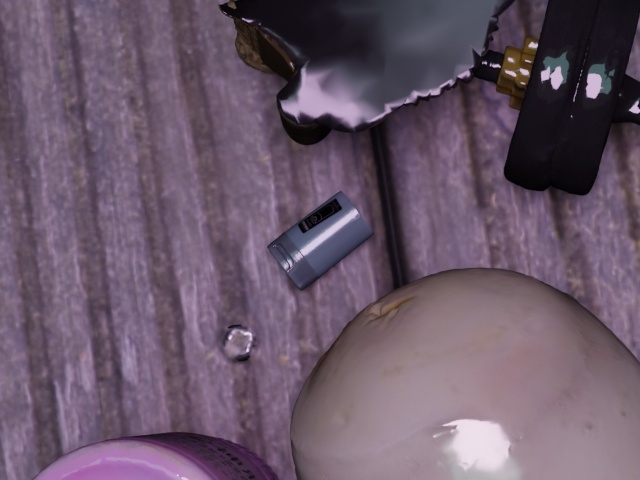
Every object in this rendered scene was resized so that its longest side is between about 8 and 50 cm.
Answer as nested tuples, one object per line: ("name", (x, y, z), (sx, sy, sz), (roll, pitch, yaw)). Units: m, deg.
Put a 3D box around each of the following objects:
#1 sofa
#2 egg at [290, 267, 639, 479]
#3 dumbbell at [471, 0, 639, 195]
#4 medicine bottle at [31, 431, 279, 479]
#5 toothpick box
("sofa", (0.055, -0.192, 1.080), (0.258, 0.200, 0.182), (-44, 91, -2))
("egg", (0.142, 0.190, 0.965), (0.283, 0.283, 0.345), (-36, 93, 1))
("dumbbell", (0.309, -0.101, 1.035), (0.388, 0.185, 0.185), (16, 84, 9))
("medicine bottle", (-0.120, 0.240, 0.980), (0.178, 0.291, 0.178), (-1, 82, 7))
("toothpick box", (0.000, 0.000, 1.121), (0.083, 0.052, 0.052), (-38, 80, -1))
